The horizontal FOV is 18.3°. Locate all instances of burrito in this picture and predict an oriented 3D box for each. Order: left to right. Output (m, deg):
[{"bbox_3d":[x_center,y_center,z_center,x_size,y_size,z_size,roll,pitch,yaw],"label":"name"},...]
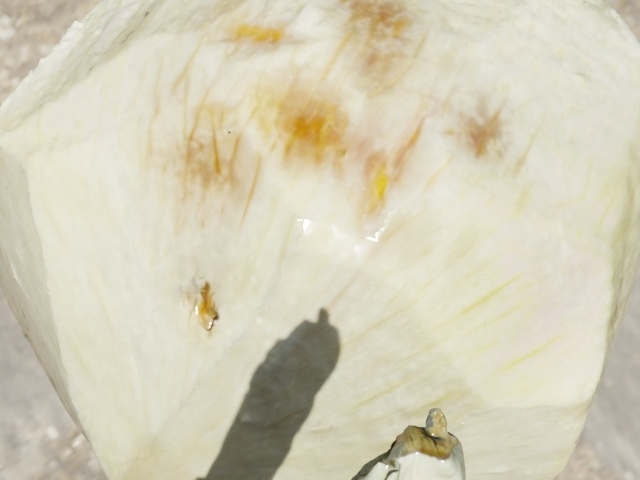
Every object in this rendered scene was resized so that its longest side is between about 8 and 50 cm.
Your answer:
[{"bbox_3d":[0.008,0.120,0.740,0.045,0.185,0.041,-28,74,-31],"label":"burrito"}]

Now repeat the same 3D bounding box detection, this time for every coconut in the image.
[{"bbox_3d":[0.000,0.000,1.156,0.344,0.415,0.415,56,49,-30],"label":"coconut"}]
